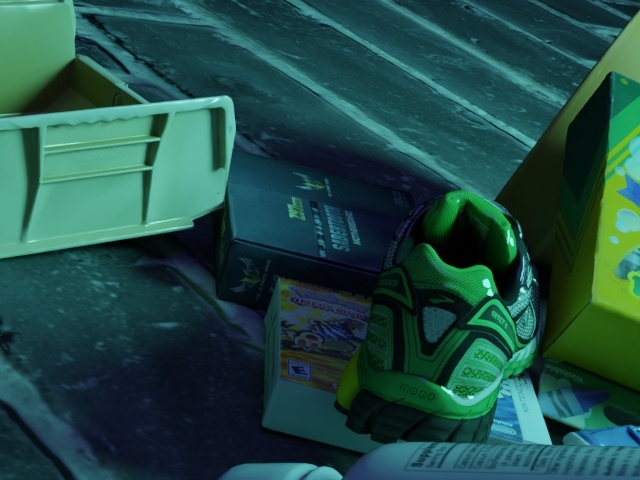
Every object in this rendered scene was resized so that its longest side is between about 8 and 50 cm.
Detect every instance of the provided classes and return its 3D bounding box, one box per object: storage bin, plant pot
[{"bbox_3d":[-0.244,-0.106,1.363,0.260,0.123,0.262,-10,32,-38],"label":"storage bin"},{"bbox_3d":[0.314,-0.060,1.580,0.203,0.291,0.291,37,22,5],"label":"plant pot"}]

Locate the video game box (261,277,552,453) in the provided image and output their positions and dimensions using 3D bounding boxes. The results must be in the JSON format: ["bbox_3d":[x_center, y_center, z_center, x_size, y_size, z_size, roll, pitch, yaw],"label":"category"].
[{"bbox_3d":[0.060,0.104,1.214,0.205,0.048,0.187,15,17,-7],"label":"video game box"}]

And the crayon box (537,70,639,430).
[{"bbox_3d":[0.293,0.029,1.314,0.203,0.083,0.323,23,47,-10],"label":"crayon box"}]

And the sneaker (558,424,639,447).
[{"bbox_3d":[0.254,0.153,1.164,0.211,0.081,0.080,13,19,-35],"label":"sneaker"}]

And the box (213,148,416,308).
[{"bbox_3d":[0.000,0.000,1.425,0.183,0.059,0.233,13,20,-9],"label":"box"}]

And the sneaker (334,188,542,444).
[{"bbox_3d":[0.110,0.029,1.171,0.134,0.146,0.343,19,19,3],"label":"sneaker"}]

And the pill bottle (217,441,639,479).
[{"bbox_3d":[0.090,0.175,0.764,0.283,0.160,0.160,-2,13,20],"label":"pill bottle"}]
